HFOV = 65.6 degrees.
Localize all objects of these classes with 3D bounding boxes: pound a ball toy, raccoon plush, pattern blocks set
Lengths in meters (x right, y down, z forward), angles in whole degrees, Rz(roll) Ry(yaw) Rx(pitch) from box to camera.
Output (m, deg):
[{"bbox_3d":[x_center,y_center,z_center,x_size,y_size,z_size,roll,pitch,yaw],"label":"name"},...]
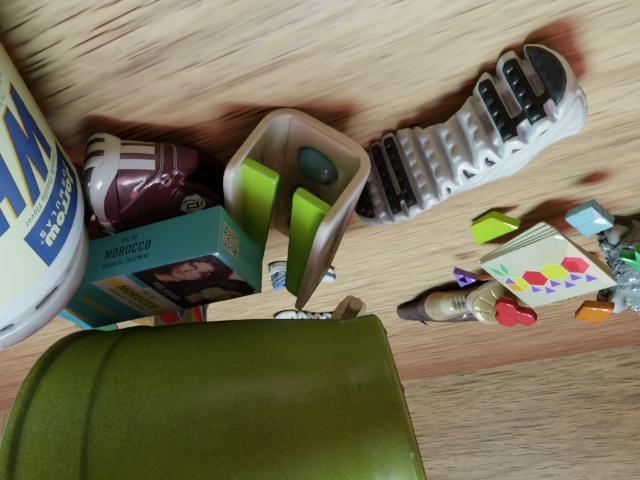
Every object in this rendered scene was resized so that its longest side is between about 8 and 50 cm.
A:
[{"bbox_3d":[0.000,0.000,0.643,0.208,0.136,0.319,30,155,7],"label":"pound a ball toy"},{"bbox_3d":[0.647,0.088,0.963,0.299,0.216,0.446,-2,157,10],"label":"raccoon plush"},{"bbox_3d":[0.372,0.048,0.837,0.285,0.026,0.325,42,147,-18],"label":"pattern blocks set"}]

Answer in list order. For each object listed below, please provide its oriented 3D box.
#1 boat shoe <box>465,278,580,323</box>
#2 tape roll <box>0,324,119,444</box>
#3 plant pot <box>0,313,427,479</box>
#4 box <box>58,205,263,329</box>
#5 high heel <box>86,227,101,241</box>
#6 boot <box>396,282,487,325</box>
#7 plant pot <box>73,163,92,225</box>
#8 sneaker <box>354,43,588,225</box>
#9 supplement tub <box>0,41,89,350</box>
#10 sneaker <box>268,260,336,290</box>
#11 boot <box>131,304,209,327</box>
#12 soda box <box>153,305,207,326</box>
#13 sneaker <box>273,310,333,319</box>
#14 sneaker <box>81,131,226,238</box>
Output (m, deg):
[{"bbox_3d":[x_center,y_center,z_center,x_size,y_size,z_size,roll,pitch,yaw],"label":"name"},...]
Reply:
[{"bbox_3d":[0.438,0.090,1.046,0.277,0.098,0.096,-16,-171,-1],"label":"boat shoe"},{"bbox_3d":[-0.496,0.220,0.827,0.321,0.321,0.077,1,154,-15],"label":"tape roll"},{"bbox_3d":[-0.071,0.237,0.562,0.353,0.366,0.366,-15,155,2],"label":"plant pot"},{"bbox_3d":[-0.196,0.038,0.564,0.244,0.060,0.100,-13,146,17],"label":"box"},{"bbox_3d":[-0.389,-0.015,0.665,0.117,0.082,0.244,-42,132,9],"label":"high heel"},{"bbox_3d":[0.335,0.157,1.198,0.248,0.090,0.207,3,167,-24],"label":"boot"},{"bbox_3d":[-0.340,-0.028,0.593,0.134,0.095,0.134,-5,155,-2],"label":"plant pot"},{"bbox_3d":[0.157,-0.092,0.567,0.118,0.110,0.292,5,156,-45],"label":"sneaker"},{"bbox_3d":[-0.321,-0.055,0.355,0.235,0.235,0.325,-3,152,-7],"label":"supplement tub"},{"bbox_3d":[-0.033,0.078,0.937,0.135,0.058,0.052,4,154,-22],"label":"sneaker"},{"bbox_3d":[-0.296,0.141,1.007,0.197,0.073,0.152,2,156,12],"label":"boot"},{"bbox_3d":[-0.213,0.084,0.761,0.061,0.181,0.058,-11,155,10],"label":"soda box"},{"bbox_3d":[-0.001,0.235,1.232,0.236,0.104,0.095,3,152,-22],"label":"sneaker"},{"bbox_3d":[-0.188,-0.024,0.630,0.162,0.106,0.281,-3,155,-13],"label":"sneaker"}]
